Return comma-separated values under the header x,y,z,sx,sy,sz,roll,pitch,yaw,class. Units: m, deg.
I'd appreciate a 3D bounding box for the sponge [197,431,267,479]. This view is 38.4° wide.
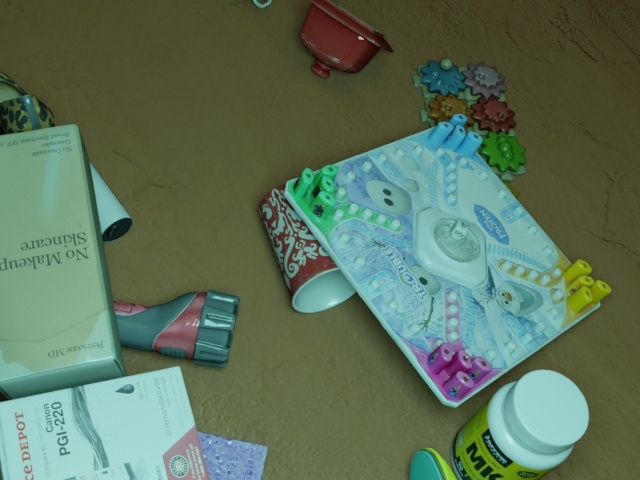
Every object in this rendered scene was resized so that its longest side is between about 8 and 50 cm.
x,y,z,sx,sy,sz,roll,pitch,yaw,class
-0.144,0.344,1.142,0.117,0.031,0.210,15,56,-5,sponge

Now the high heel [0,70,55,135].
x,y,z,sx,sy,sz,roll,pitch,yaw,class
-0.454,-0.217,1.320,0.093,0.186,0.261,-25,68,-27,high heel

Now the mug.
x,y,z,sx,sy,sz,roll,pitch,yaw,class
-0.007,0.006,1.357,0.150,0.113,0.169,0,51,-40,mug

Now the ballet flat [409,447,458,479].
x,y,z,sx,sy,sz,roll,pitch,yaw,class
0.172,0.384,1.185,0.077,0.077,0.231,11,57,-34,ballet flat

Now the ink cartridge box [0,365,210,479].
x,y,z,sx,sy,sz,roll,pitch,yaw,class
-0.250,0.247,1.041,0.217,0.092,0.159,-10,62,-20,ink cartridge box

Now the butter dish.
x,y,z,sx,sy,sz,roll,pitch,yaw,class
0.027,-0.333,1.571,0.159,0.118,0.160,36,15,7,butter dish

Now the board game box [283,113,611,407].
x,y,z,sx,sy,sz,roll,pitch,yaw,class
0.199,0.001,1.351,0.390,0.050,0.390,-24,70,-40,board game box

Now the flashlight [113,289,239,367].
x,y,z,sx,sy,sz,roll,pitch,yaw,class
-0.264,0.093,1.232,0.303,0.103,0.103,13,11,-3,flashlight

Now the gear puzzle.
x,y,z,sx,sy,sz,roll,pitch,yaw,class
0.268,-0.183,1.575,0.175,0.044,0.339,1,59,-14,gear puzzle

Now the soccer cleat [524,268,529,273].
x,y,z,sx,sy,sz,roll,pitch,yaw,class
0.252,0.077,1.405,0.072,0.060,0.179,41,50,23,soccer cleat

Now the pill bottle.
x,y,z,sx,sy,sz,roll,pitch,yaw,class
0.258,0.255,1.197,0.119,0.208,0.119,7,57,-10,pill bottle

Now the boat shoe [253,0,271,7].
x,y,z,sx,sy,sz,roll,pitch,yaw,class
-0.112,-0.493,1.630,0.367,0.136,0.157,1,61,-26,boat shoe

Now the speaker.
x,y,z,sx,sy,sz,roll,pitch,yaw,class
-0.331,-0.063,1.335,0.055,0.055,0.136,-29,69,-28,speaker

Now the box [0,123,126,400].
x,y,z,sx,sy,sz,roll,pitch,yaw,class
-0.339,0.028,1.133,0.147,0.121,0.311,-12,70,-11,box
